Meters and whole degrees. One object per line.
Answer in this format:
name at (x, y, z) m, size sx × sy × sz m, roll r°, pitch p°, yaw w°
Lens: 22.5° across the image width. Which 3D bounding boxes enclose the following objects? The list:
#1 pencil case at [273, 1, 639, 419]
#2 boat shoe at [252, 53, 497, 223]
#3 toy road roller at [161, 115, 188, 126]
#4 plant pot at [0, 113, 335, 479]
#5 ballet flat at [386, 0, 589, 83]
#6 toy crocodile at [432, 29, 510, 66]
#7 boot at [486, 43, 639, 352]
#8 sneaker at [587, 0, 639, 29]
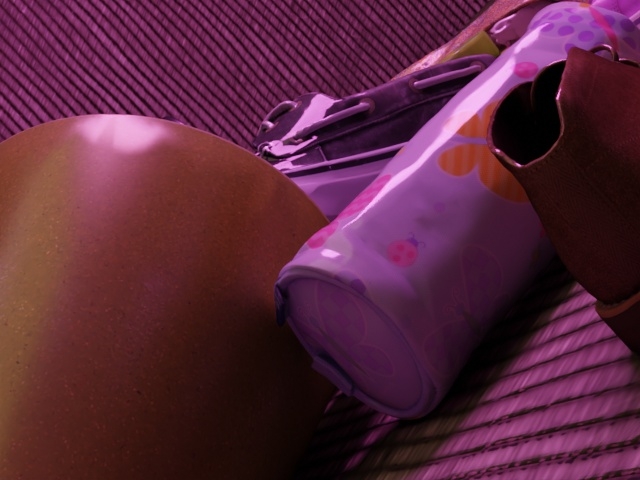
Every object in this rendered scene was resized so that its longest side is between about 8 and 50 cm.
pencil case at (0.097, -0.021, 0.937) m, size 0.273 × 0.113 × 0.124 m, roll -46°, pitch -24°, yaw -25°
boat shoe at (0.002, -0.043, 1.135) m, size 0.335 × 0.119 × 0.121 m, roll -17°, pitch -29°, yaw -20°
toy road roller at (-0.088, 0.088, 1.282) m, size 0.202 × 0.240 × 0.329 m, roll -44°, pitch -32°, yaw -15°
plant pot at (-0.135, 0.122, 0.935) m, size 0.275 × 0.275 × 0.293 m, roll -40°, pitch 22°, yaw 36°
ballet flat at (0.137, -0.131, 1.560) m, size 0.348 × 0.123 × 0.123 m, roll -42°, pitch 5°, yaw 15°
toy crocodile at (0.110, -0.087, 1.362) m, size 0.340 × 0.115 × 0.105 m, roll -35°, pitch 4°, yaw 45°
boot at (0.158, -0.061, 0.788) m, size 0.112 × 0.115 × 0.305 m, roll -44°, pitch 3°, yaw 25°
sneaker at (0.269, -0.269, 1.346) m, size 0.282 × 0.161 × 0.102 m, roll -44°, pitch 7°, yaw 7°
